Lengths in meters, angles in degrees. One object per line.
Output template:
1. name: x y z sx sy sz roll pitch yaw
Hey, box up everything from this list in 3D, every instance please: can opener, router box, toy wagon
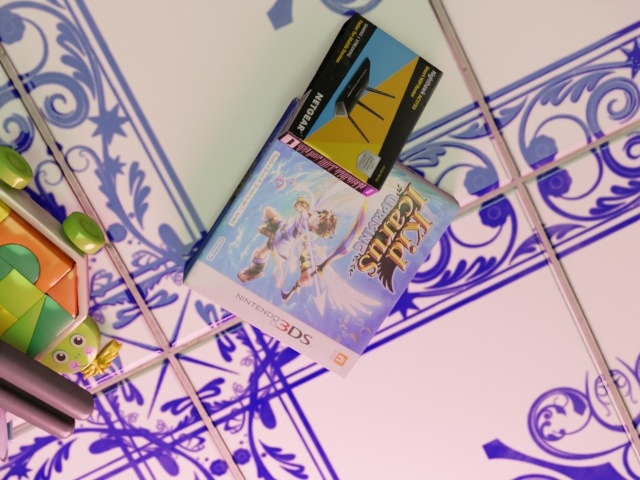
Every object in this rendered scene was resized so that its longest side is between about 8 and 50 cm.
1. can opener: -0.393 0.141 1.538 0.280 0.093 0.074 38 110 -27
2. router box: 0.049 -0.162 1.541 0.133 0.046 0.179 32 72 -12
3. toy wagon: -0.386 0.057 1.575 0.267 0.068 0.344 -41 109 15

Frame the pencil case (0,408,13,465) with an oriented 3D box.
1. pencil case: -0.529 0.255 1.613 0.273 0.113 0.124 -13 137 0

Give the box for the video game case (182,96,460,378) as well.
1. video game case: 0.000 0.000 1.612 0.244 0.061 0.269 31 100 -12
